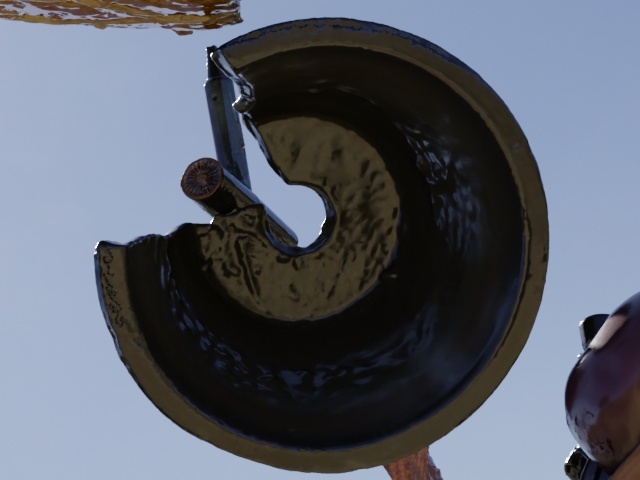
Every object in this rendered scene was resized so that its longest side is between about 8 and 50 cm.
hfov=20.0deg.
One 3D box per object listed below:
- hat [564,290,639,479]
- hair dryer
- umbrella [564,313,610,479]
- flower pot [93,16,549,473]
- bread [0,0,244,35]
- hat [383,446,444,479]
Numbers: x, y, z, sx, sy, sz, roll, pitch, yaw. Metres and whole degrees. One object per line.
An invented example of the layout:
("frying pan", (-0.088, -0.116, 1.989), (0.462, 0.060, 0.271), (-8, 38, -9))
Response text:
("hat", (0.227, 0.093, 1.271), (0.205, 0.089, 0.205), (-57, -3, -5))
("hair dryer", (-0.082, -0.090, 1.783), (0.050, 0.195, 0.173), (-15, -30, 18))
("umbrella", (0.246, 0.170, 1.559), (0.071, 0.224, 0.080), (-18, -30, 27))
("flower pot", (0.000, 0.000, 1.589), (0.379, 0.379, 0.251), (-22, 7, -4))
("bread", (-0.243, -0.353, 1.618), (0.390, 0.279, 0.371), (8, -4, -3))
("hat", (0.078, 0.195, 2.057), (0.107, 0.286, 0.237), (-11, 14, 1))
